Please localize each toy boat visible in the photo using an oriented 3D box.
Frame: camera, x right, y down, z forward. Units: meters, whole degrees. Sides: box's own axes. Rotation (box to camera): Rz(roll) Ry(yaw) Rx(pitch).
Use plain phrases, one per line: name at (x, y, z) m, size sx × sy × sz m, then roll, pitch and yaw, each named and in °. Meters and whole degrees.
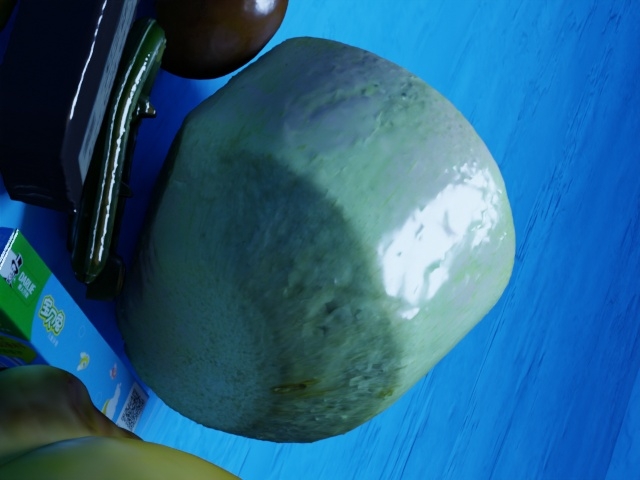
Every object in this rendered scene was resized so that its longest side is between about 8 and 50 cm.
toy boat at (-0.150, -0.061, 1.288) m, size 0.104 × 0.052 × 0.210 m, roll 96°, pitch 5°, yaw -84°

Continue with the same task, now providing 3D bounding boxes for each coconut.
coconut at (0.000, 0.000, 1.397) m, size 0.328 × 0.281 × 0.328 m, roll -39°, pitch 139°, yaw -44°

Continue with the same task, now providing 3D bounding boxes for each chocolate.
chocolate at (-0.087, -0.187, 1.366) m, size 0.124 × 0.127 × 0.133 m, roll -35°, pitch 154°, yaw -21°

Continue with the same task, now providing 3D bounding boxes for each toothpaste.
toothpaste at (-0.195, 0.070, 1.224) m, size 0.267 × 0.065 × 0.050 m, roll 64°, pitch 43°, yaw -58°

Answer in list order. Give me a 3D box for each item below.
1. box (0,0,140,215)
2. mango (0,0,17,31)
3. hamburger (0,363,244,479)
box at (-0.140, -0.202, 1.158) m, size 0.211 × 0.058 × 0.350 m, roll 120°, pitch -15°, yaw -76°
mango at (-0.217, -0.161, 1.055) m, size 0.060 × 0.080 × 0.114 m, roll -75°, pitch -175°, yaw -64°
hamburger at (-0.201, 0.260, 0.967) m, size 0.396 × 0.277 × 0.396 m, roll -25°, pitch 123°, yaw -48°
